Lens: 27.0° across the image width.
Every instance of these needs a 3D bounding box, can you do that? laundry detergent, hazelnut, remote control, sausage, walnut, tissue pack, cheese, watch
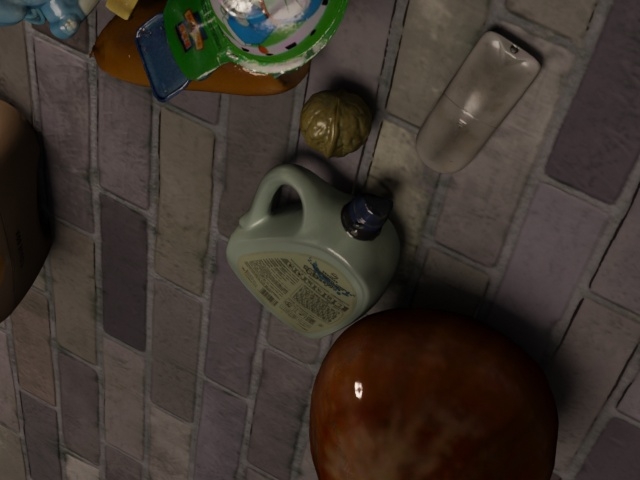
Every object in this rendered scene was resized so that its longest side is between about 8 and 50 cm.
[{"bbox_3d":[0.000,0.000,1.705,0.215,0.105,0.280,43,146,2],"label":"laundry detergent"},{"bbox_3d":[0.135,0.260,1.705,0.366,0.366,0.366,22,143,18],"label":"hazelnut"},{"bbox_3d":[0.162,-0.140,1.460,0.073,0.044,0.229,37,146,2],"label":"remote control"},{"bbox_3d":[-0.160,-0.230,1.565,0.328,0.112,0.112,8,137,33],"label":"sausage"},{"bbox_3d":[0.018,-0.137,1.551,0.092,0.092,0.092,22,143,18],"label":"walnut"},{"bbox_3d":[-0.571,-0.031,1.995,0.267,0.277,0.387,28,144,14],"label":"tissue pack"},{"bbox_3d":[-0.081,-0.256,1.414,0.320,0.083,0.204,-28,76,32],"label":"cheese"},{"bbox_3d":[-0.355,-0.331,1.565,0.211,0.211,0.193,54,162,-25],"label":"watch"}]

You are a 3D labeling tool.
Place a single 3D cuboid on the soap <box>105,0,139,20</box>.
[{"bbox_3d":[-0.163,-0.339,1.448,0.037,0.092,0.252,36,146,-6],"label":"soap"}]
